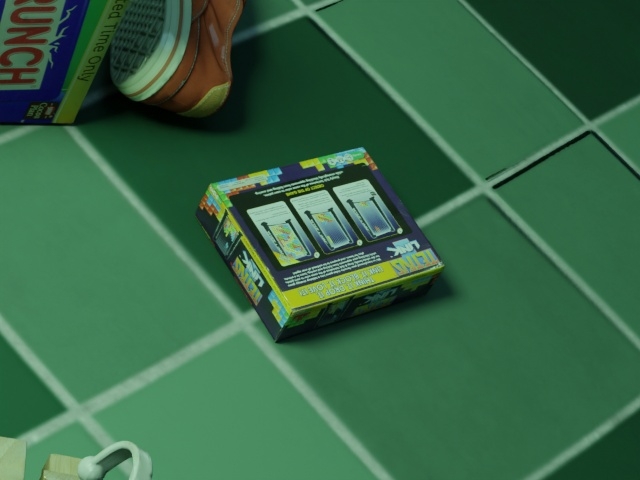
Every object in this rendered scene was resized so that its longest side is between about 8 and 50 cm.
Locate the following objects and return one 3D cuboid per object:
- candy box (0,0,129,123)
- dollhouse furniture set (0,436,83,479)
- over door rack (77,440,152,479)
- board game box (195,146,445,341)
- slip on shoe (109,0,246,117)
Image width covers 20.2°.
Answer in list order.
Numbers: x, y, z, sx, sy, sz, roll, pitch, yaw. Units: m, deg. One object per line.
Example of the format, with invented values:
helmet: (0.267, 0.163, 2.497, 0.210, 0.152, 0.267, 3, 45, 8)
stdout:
candy box: (-0.315, -0.214, 1.410, 0.317, 0.268, 0.122, -2, 56, -28)
dollhouse furniture set: (-0.158, 0.222, 1.185, 0.182, 0.161, 0.101, 12, 48, -16)
over door rack: (-0.098, 0.320, 1.115, 0.239, 0.108, 0.324, 37, 50, -35)
board game box: (0.000, 0.000, 1.537, 0.170, 0.048, 0.141, -15, 62, -36)
slip on shoe: (-0.122, -0.239, 1.650, 0.101, 0.123, 0.331, 32, 40, -31)
